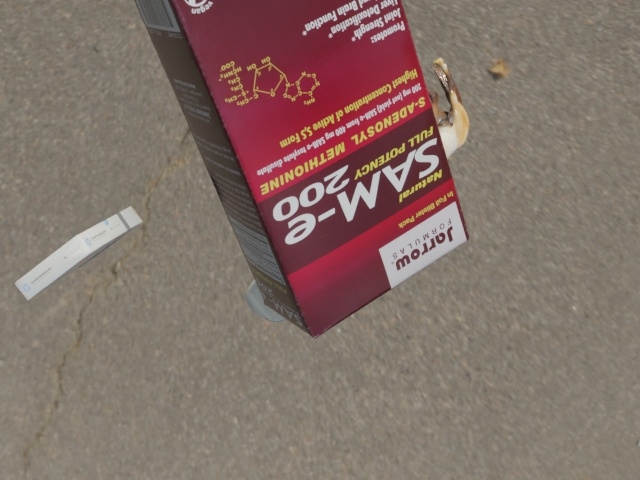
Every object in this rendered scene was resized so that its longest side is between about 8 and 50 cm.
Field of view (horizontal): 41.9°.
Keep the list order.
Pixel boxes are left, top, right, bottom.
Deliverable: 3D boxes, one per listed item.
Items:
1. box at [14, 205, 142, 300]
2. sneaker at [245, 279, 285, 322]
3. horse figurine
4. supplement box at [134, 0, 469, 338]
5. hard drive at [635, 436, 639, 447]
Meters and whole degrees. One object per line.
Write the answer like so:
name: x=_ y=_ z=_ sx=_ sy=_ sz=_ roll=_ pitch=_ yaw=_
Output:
box: x=-0.385 y=0.018 z=1.345 sx=0.145 sy=0.186 sz=0.038 roll=-34 pitch=97 yaw=20
sneaker: x=0.000 y=0.000 z=1.183 sx=0.104 sy=0.147 sz=0.296 roll=38 pitch=142 yaw=-8
horse figurine: x=0.182 y=-0.179 z=1.368 sx=0.066 sy=0.263 sz=0.174 roll=-1 pitch=136 yaw=42
supplement box: x=-0.007 y=-0.078 z=0.495 sx=0.130 sy=0.073 sz=0.239 roll=-31 pitch=119 yaw=-18
hard drive: x=0.427 y=0.095 z=0.689 sx=0.040 sy=0.203 sz=0.308 roll=29 pitch=93 yaw=-39
